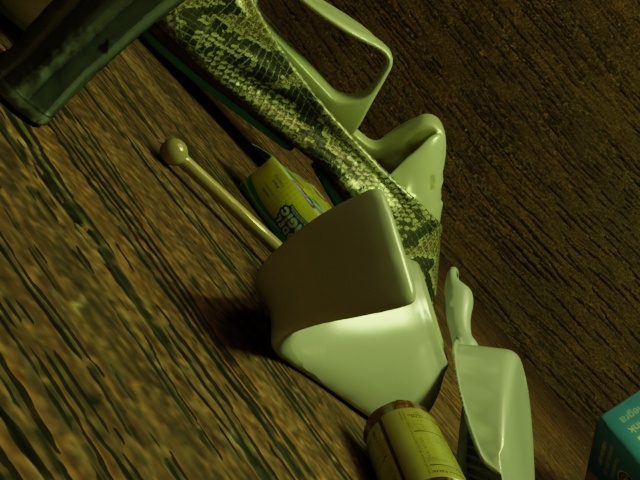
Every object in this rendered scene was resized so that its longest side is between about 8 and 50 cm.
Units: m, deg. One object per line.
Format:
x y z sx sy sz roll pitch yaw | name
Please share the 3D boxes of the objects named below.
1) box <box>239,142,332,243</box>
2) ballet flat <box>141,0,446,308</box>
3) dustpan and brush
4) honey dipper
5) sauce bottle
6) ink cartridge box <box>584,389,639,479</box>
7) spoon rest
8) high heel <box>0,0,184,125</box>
0.000 0.000 0.752 0.179 0.043 0.105 55 9 21 | box
0.021 -0.124 0.955 0.483 0.182 0.164 47 7 -17 | ballet flat
0.110 0.101 0.614 0.147 0.060 0.211 65 27 -45 | dustpan and brush
-0.045 -0.010 0.595 0.160 0.030 0.030 44 9 -19 | honey dipper
0.053 0.127 0.425 0.042 0.042 0.128 45 11 -26 | sauce bottle
0.462 0.347 0.916 0.395 0.166 0.285 54 -11 35 | ink cartridge box
0.023 0.043 0.523 0.276 0.084 0.137 54 20 -72 | spoon rest
-0.114 -0.190 0.477 0.093 0.186 0.261 41 11 -47 | high heel
